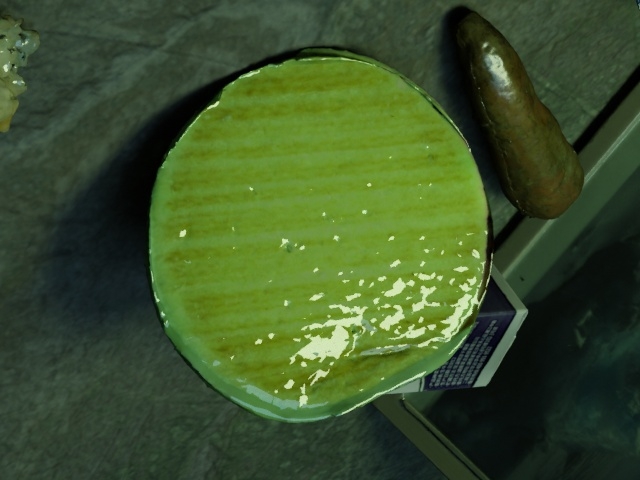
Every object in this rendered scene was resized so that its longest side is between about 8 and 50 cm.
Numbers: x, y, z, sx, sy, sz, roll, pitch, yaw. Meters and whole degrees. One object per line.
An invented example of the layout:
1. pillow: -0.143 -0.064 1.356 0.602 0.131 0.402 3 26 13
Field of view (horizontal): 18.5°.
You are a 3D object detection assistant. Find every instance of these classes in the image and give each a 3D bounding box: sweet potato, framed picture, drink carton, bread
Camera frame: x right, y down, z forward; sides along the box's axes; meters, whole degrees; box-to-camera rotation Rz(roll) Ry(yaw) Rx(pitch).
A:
1. sweet potato: 0.169 -0.098 1.700 0.075 0.075 0.273 -35 142 0
2. framed picture: 0.289 0.104 1.819 0.446 0.326 0.028 -52 165 20
3. drink carton: 0.049 0.058 1.727 0.222 0.134 0.102 -2 134 -35
4. bread: -0.003 -0.005 1.571 0.301 0.045 0.301 0 91 -20

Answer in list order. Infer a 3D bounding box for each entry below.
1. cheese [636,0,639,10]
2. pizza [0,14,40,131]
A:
1. cheese: 0.387 -0.271 1.665 0.270 0.069 0.177 -22 116 2
2. pizza: -0.436 -0.047 1.292 0.435 0.080 0.392 22 115 -46
